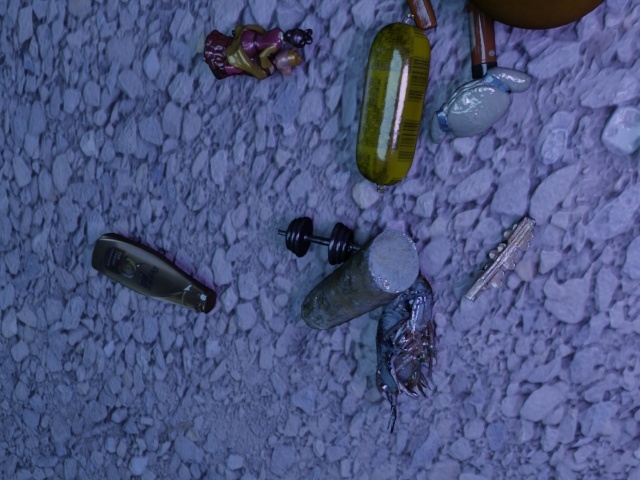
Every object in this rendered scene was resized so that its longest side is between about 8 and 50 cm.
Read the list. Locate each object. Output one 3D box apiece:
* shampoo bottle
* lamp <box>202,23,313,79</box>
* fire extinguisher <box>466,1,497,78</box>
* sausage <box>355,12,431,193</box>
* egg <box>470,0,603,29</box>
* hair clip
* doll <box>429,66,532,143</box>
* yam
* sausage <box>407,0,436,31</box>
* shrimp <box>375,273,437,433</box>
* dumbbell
[{"bbox_3d":[-0.438,0.094,1.306,0.350,0.084,0.125,24,109,12],"label":"shampoo bottle"},{"bbox_3d":[-0.124,-0.401,1.052,0.253,0.118,0.118,2,104,16],"label":"lamp"},{"bbox_3d":[0.300,-0.398,0.924,0.050,0.062,0.177,4,107,49],"label":"fire extinguisher"},{"bbox_3d":[0.142,-0.266,0.979,0.123,0.123,0.346,13,107,17],"label":"sausage"},{"bbox_3d":[0.331,-0.506,0.763,0.283,0.283,0.351,-25,83,24],"label":"egg"},{"bbox_3d":[0.373,0.044,1.018,0.062,0.056,0.213,41,106,24],"label":"hair clip"},{"bbox_3d":[0.295,-0.255,0.943,0.214,0.071,0.104,-31,135,33],"label":"doll"},{"bbox_3d":[0.068,0.106,1.074,0.133,0.133,0.330,52,132,1],"label":"yam"},{"bbox_3d":[0.187,-0.471,0.956,0.041,0.039,0.131,-19,95,31],"label":"sausage"},{"bbox_3d":[0.179,0.250,1.070,0.137,0.172,0.371,-3,88,27],"label":"shrimp"},{"bbox_3d":[0.000,0.000,1.112,0.209,0.099,0.099,12,107,16],"label":"dumbbell"}]
